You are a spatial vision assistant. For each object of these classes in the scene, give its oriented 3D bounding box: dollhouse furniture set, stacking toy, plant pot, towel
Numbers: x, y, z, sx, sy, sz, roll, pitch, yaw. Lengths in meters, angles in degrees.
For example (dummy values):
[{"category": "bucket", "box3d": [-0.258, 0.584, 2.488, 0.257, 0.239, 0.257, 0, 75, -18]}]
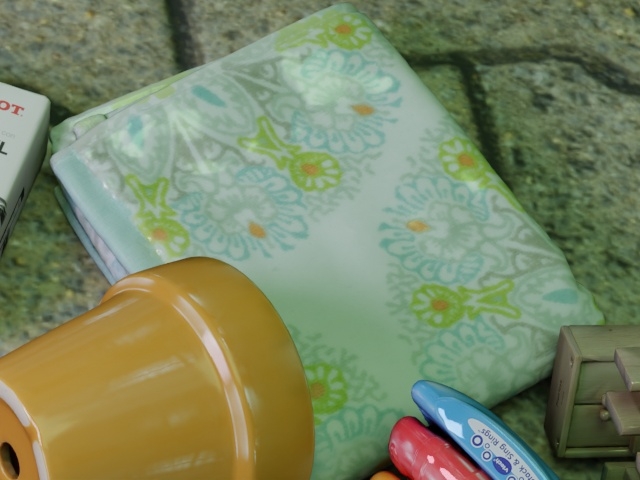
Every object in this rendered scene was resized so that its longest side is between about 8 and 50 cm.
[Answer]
[{"category": "dollhouse furniture set", "box3d": [0.278, 0.166, 1.394, 0.161, 0.212, 0.242, 0, 31, -10]}, {"category": "stacking toy", "box3d": [0.039, 0.255, 1.321, 0.302, 0.166, 0.175, -43, 71, -4]}, {"category": "plant pot", "box3d": [-0.140, 0.128, 1.307, 0.188, 0.205, 0.205, -14, 61, -37]}, {"category": "towel", "box3d": [0.000, 0.000, 1.510, 0.321, 0.090, 0.374, -27, 68, -24]}]

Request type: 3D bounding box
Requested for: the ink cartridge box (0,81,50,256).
[{"category": "ink cartridge box", "box3d": [-0.312, -0.035, 1.470, 0.148, 0.086, 0.203, 18, 58, 0]}]
